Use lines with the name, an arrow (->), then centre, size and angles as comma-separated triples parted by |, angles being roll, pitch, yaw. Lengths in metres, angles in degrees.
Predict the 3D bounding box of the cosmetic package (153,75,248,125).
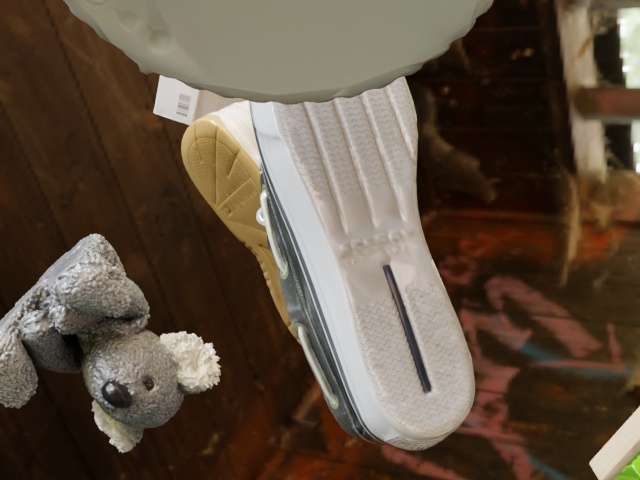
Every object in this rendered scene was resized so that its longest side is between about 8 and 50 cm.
cosmetic package -> -0.099, -0.238, 1.083 | 0.099, 0.060, 0.239 | -5, -69, -54

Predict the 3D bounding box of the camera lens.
camera lens -> -0.002, -0.218, 0.465 | 0.274, 0.219, 0.219 | -77, -28, -46

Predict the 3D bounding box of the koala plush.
koala plush -> -0.235, 0.124, 1.205 | 0.221, 0.196, 0.203 | 45, -169, -13

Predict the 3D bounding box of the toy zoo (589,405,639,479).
toy zoo -> 0.460, 0.219, 1.176 | 0.293, 0.030, 0.192 | 20, -63, -30

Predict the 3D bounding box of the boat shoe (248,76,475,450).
boat shoe -> 0.003, -0.015, 0.746 | 0.121, 0.119, 0.335 | -6, -102, -32

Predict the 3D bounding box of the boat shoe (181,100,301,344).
boat shoe -> 0.000, 0.000, 0.894 | 0.096, 0.098, 0.277 | -37, -83, -42
